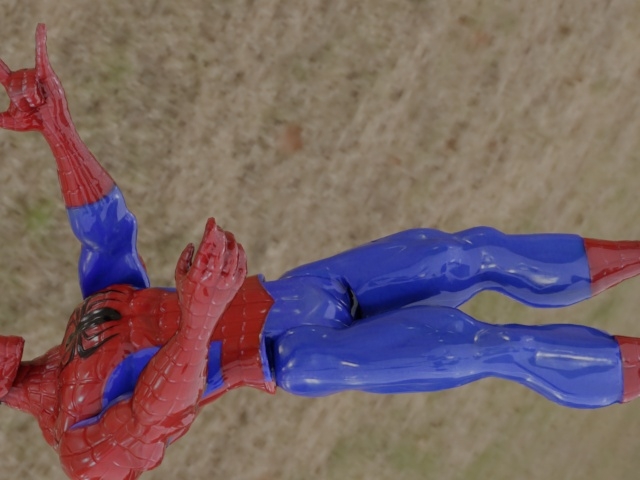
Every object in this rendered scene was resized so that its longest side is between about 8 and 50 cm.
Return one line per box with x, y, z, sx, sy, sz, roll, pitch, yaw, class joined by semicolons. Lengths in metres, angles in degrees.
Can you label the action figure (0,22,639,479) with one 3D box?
0.000;0.000;0.357;0.091;0.280;0.139;-96;173;-49;action figure
